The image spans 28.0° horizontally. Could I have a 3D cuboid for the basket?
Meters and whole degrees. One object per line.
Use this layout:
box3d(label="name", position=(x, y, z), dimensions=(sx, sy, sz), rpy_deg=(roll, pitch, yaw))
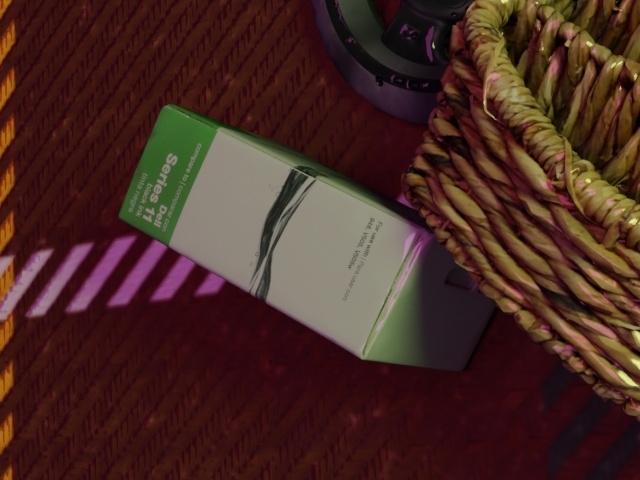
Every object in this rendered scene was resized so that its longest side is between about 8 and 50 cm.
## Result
box3d(label="basket", position=(0.209, -0.047, 0.650), dimensions=(0.299, 0.213, 0.223), rpy_deg=(42, 125, 28))

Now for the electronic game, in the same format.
box3d(label="electronic game", position=(0.092, -0.191, 0.869), dimensions=(0.229, 0.048, 0.229), rpy_deg=(-1, 89, 32))

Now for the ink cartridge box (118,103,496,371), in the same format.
box3d(label="ink cartridge box", position=(0.000, 0.000, 0.829), dimensions=(0.208, 0.153, 0.087), rpy_deg=(28, 96, 31))
